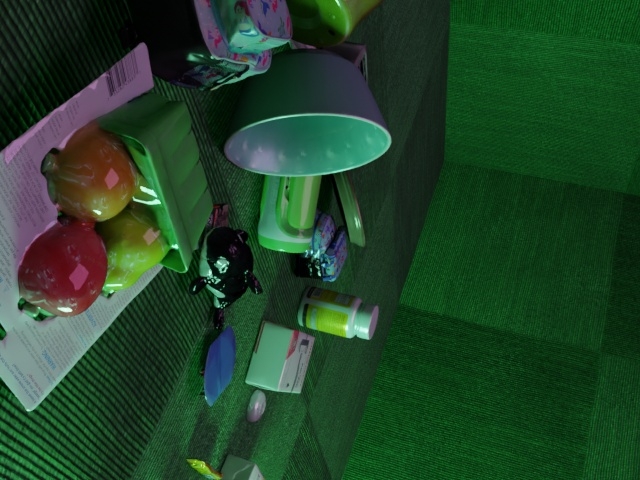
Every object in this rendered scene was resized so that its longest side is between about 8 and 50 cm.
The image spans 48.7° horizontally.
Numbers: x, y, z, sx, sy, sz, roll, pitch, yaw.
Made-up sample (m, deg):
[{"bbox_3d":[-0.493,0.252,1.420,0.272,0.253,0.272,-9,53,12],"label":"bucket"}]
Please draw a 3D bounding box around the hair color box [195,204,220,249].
[{"bbox_3d":[-0.224,-0.021,1.198,0.141,0.043,0.072,-28,131,-68],"label":"hair color box"}]

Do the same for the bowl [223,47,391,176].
[{"bbox_3d":[-0.029,-0.246,1.323,0.311,0.311,0.163,40,45,-72],"label":"bowl"}]

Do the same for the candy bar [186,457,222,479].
[{"bbox_3d":[-0.246,0.490,1.512,0.161,0.040,0.018,74,23,-60],"label":"candy bar"}]

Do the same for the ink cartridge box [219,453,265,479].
[{"bbox_3d":[-0.194,0.631,1.723,0.231,0.078,0.134,80,28,-53],"label":"ink cartridge box"}]

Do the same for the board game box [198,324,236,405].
[{"bbox_3d":[-0.218,0.251,1.446,0.169,0.033,0.133,-51,145,-67],"label":"board game box"}]

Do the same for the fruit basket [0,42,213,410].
[{"bbox_3d":[-0.293,-0.016,0.853,0.353,0.165,0.327,-48,150,-30],"label":"fruit basket"}]

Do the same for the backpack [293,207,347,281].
[{"bbox_3d":[0.000,0.000,1.846,0.158,0.116,0.173,-60,153,-49],"label":"backpack"}]

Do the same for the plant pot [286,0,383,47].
[{"bbox_3d":[0.024,-0.538,1.197,0.353,0.366,0.366,-60,160,-15],"label":"plant pot"}]

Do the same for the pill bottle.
[{"bbox_3d":[0.051,0.208,2.000,0.119,0.208,0.119,13,90,-74],"label":"pill bottle"}]

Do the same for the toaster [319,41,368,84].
[{"bbox_3d":[0.038,-0.381,1.697,0.186,0.110,0.168,82,25,-50],"label":"toaster"}]

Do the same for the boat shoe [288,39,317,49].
[{"bbox_3d":[-0.030,-0.350,1.514,0.277,0.096,0.098,57,8,-42],"label":"boat shoe"}]

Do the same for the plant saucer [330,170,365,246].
[{"bbox_3d":[0.068,-0.112,1.916,0.278,0.041,0.278,165,-90,-90],"label":"plant saucer"}]

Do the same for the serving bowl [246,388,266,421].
[{"bbox_3d":[-0.158,0.419,1.779,0.083,0.027,0.083,13,90,-73],"label":"serving bowl"}]

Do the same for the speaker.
[{"bbox_3d":[-0.059,-0.129,1.531,0.131,0.131,0.297,-19,120,-71],"label":"speaker"}]

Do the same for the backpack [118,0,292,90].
[{"bbox_3d":[-0.148,-0.323,0.959,0.253,0.191,0.225,-21,96,-78],"label":"backpack"}]

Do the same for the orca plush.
[{"bbox_3d":[-0.161,0.086,1.305,0.151,0.102,0.287,-41,160,-41],"label":"orca plush"}]

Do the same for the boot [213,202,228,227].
[{"bbox_3d":[-0.187,-0.027,1.326,0.118,0.042,0.087,-3,102,-74],"label":"boot"}]

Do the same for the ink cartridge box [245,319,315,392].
[{"bbox_3d":[-0.097,0.298,1.783,0.218,0.092,0.159,47,57,-73],"label":"ink cartridge box"}]
